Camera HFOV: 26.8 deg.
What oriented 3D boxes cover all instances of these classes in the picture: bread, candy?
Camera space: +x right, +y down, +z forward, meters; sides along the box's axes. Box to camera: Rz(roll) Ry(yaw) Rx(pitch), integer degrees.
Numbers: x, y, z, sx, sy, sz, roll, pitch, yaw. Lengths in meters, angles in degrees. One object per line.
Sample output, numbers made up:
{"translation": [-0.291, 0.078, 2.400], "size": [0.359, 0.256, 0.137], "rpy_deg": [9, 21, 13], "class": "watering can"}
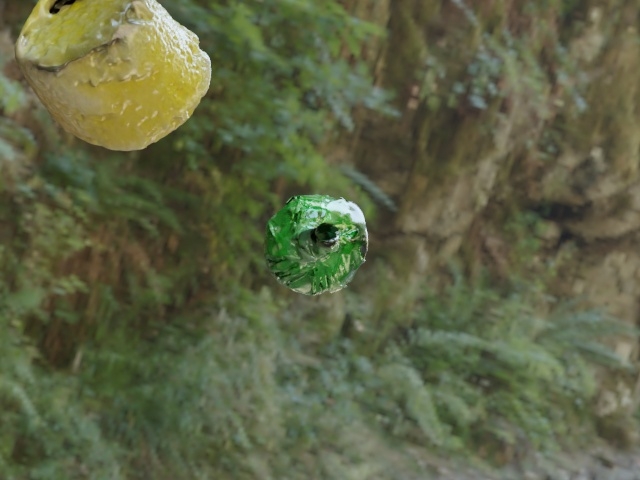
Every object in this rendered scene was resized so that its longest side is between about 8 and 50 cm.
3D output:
{"translation": [-0.239, -0.207, 1.537], "size": [0.197, 0.197, 0.170], "rpy_deg": [20, -21, 30], "class": "bread"}
{"translation": [-0.002, 0.001, 1.058], "size": [0.097, 0.097, 0.323], "rpy_deg": [18, -2, -1], "class": "candy"}
